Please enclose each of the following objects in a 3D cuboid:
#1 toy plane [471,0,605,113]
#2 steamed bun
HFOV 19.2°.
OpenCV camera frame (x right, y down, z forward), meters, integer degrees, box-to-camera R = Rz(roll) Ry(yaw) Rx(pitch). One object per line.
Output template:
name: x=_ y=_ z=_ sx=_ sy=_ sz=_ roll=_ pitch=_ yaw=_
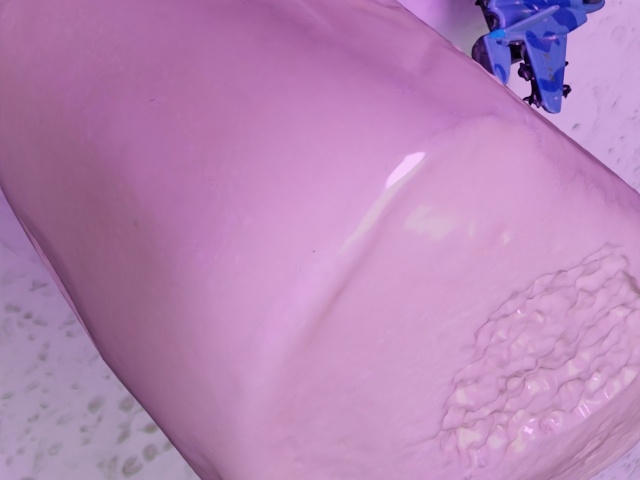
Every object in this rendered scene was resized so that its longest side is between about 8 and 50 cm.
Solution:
toy plane: x=0.161 y=-0.175 z=1.417 sx=0.078 sy=0.169 sz=0.246 roll=-22 pitch=177 yaw=22
steamed bun: x=0.000 y=0.000 z=1.158 sx=0.290 sy=0.371 sz=0.456 roll=-51 pitch=144 yaw=7
